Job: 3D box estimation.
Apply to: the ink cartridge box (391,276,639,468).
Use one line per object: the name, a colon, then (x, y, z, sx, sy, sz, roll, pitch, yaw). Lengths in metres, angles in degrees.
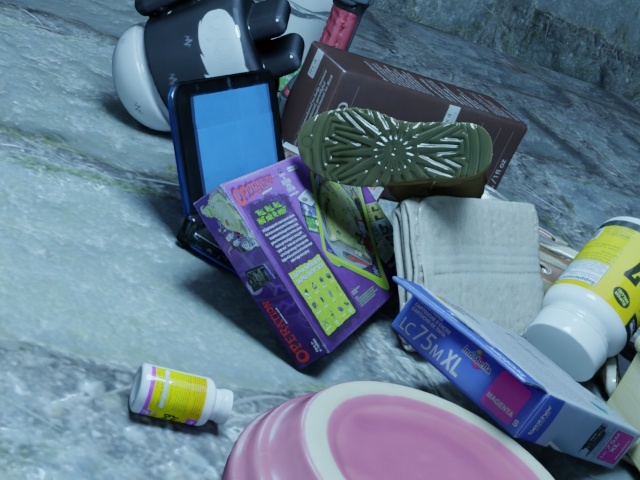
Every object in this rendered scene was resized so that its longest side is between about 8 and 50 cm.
ink cartridge box: (0.197, 0.141, 1.037, 0.186, 0.065, 0.311, 41, 7, 38)

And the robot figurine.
robot figurine: (-0.165, -0.263, 1.459, 0.173, 0.278, 0.209, 20, 55, -74)

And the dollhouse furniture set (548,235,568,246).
dollhouse furniture set: (0.350, 0.027, 1.574, 0.081, 0.091, 0.114, 32, 14, -24)

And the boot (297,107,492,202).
boot: (0.099, -0.087, 1.261, 0.236, 0.089, 0.269, 8, -5, 5)

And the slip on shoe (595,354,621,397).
slip on shoe: (0.369, 0.166, 1.311, 0.041, 0.051, 0.135, -12, 24, 17)

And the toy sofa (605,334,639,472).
toy sofa: (0.530, 0.219, 1.145, 0.362, 0.177, 0.150, 23, 19, -12)

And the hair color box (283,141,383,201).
hair color box: (0.004, -0.080, 1.483, 0.167, 0.053, 0.093, 24, 22, 4)

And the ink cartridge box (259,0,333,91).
ink cartridge box: (-0.050, -0.459, 1.985, 0.121, 0.289, 0.211, 17, 23, -16)

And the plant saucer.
plant saucer: (0.086, 0.222, 0.823, 0.332, 0.084, 0.332, 21, 22, -9)

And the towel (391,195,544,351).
towel: (0.189, 0.040, 1.249, 0.049, 0.187, 0.282, -8, -8, 44)

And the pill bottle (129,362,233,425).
pill bottle: (-0.119, 0.135, 0.864, 0.083, 0.043, 0.043, 16, 23, -18)

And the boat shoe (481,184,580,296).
boat shoe: (0.286, 0.054, 1.411, 0.324, 0.123, 0.116, 37, 57, 8)

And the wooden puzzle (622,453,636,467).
wooden puzzle: (0.376, 0.256, 1.143, 0.116, 0.014, 0.078, 35, 19, 25)

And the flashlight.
flashlight: (0.013, -0.338, 1.749, 0.103, 0.304, 0.103, 11, 26, -27)

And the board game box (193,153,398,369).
board game box: (0.000, 0.000, 1.173, 0.208, 0.056, 0.347, 61, 25, -1)

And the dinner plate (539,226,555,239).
dinner plate: (0.360, -0.004, 1.725, 0.141, 0.017, 0.141, 22, 22, -9)

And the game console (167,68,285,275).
game console: (-0.048, -0.078, 1.261, 0.250, 0.173, 0.293, 29, 22, 13)

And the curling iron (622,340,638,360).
curling iron: (0.495, 0.202, 1.357, 0.068, 0.035, 0.274, 6, 28, -39)

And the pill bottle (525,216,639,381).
pill bottle: (0.361, 0.075, 1.288, 0.119, 0.119, 0.208, 33, 60, 22)

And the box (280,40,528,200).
box: (0.133, -0.175, 1.650, 0.381, 0.191, 0.143, 11, 25, -29)
